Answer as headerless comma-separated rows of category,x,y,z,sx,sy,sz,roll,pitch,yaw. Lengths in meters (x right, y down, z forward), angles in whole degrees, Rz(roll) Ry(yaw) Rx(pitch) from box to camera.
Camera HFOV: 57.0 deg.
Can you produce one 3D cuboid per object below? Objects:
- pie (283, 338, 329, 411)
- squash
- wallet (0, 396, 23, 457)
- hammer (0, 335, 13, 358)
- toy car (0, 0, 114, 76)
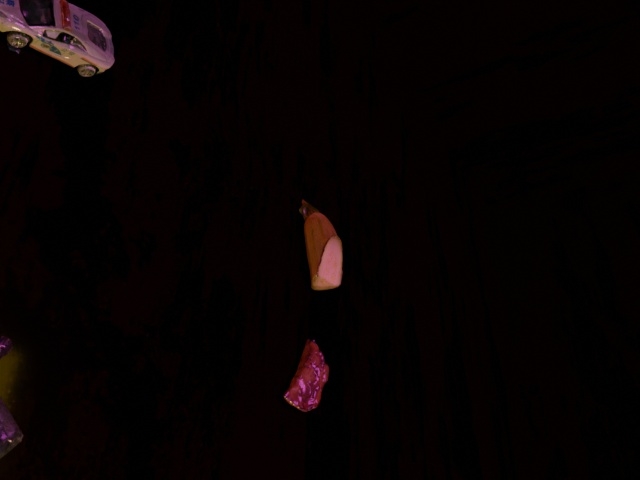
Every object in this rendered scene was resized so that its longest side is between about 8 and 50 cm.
pie,-0.020,0.257,1.094,0.092,0.034,0.170,57,29,-21
squash,0.002,0.000,1.254,0.090,0.075,0.200,-1,72,-36
wallet,-0.363,0.119,0.469,0.160,0.055,0.235,-39,110,-45
hammer,-0.374,0.060,0.536,0.201,0.021,0.078,57,29,-27
toy car,-0.345,-0.279,0.770,0.186,0.058,0.093,13,64,-61
